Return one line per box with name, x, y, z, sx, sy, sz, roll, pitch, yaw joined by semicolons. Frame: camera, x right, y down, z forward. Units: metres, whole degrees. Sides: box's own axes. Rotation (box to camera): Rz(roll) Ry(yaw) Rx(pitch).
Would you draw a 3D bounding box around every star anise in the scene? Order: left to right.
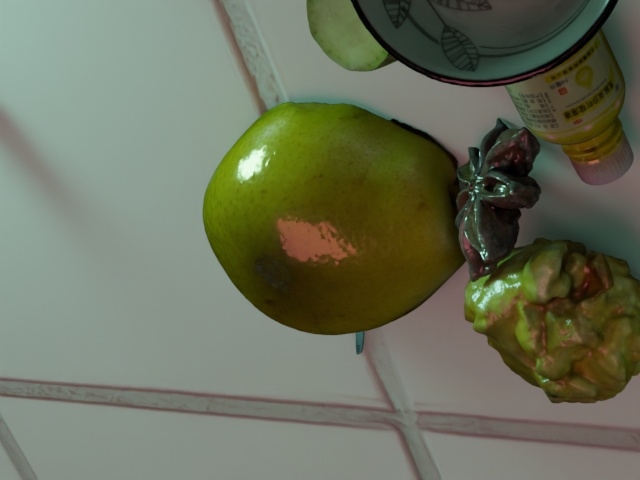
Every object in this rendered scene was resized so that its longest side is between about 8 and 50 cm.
star anise;0.206;-0.044;1.732;0.073;0.212;0.197;11;98;-10

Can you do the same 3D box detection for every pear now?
pear;0.000;0.000;1.926;0.386;0.191;0.340;-7;121;41

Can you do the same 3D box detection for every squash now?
squash;0.064;-0.279;1.699;0.170;0.123;0.170;25;138;26

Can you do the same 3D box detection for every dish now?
dish;0.184;-0.314;1.536;0.316;0.106;0.316;2;95;25

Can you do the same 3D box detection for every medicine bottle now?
medicine bottle;0.282;-0.159;1.629;0.122;0.122;0.212;-3;134;39

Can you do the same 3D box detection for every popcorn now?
popcorn;0.299;0.083;1.779;0.233;0.192;0.266;33;156;19

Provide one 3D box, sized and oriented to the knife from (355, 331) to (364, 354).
knife;0.058;0.136;2.140;0.014;0.005;0.091;21;136;20
